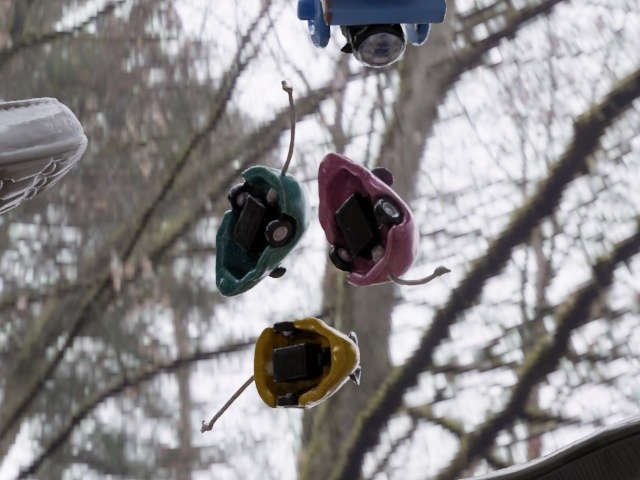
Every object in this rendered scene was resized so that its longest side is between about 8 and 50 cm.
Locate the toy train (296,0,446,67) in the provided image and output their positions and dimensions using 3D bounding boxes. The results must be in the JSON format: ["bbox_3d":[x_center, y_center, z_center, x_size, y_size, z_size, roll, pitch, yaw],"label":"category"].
[{"bbox_3d":[0.020,-0.181,0.937,0.080,0.184,0.105,-3,-36,-10],"label":"toy train"}]

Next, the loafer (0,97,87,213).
[{"bbox_3d":[-0.291,-0.050,1.043,0.319,0.111,0.112,-13,-17,-35],"label":"loafer"}]

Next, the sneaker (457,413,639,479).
[{"bbox_3d":[0.118,0.068,0.430,0.118,0.222,0.083,-13,-91,-31],"label":"sneaker"}]

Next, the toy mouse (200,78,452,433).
[{"bbox_3d":[0.000,0.000,0.771,0.031,0.143,0.161,6,-19,-40],"label":"toy mouse"}]
